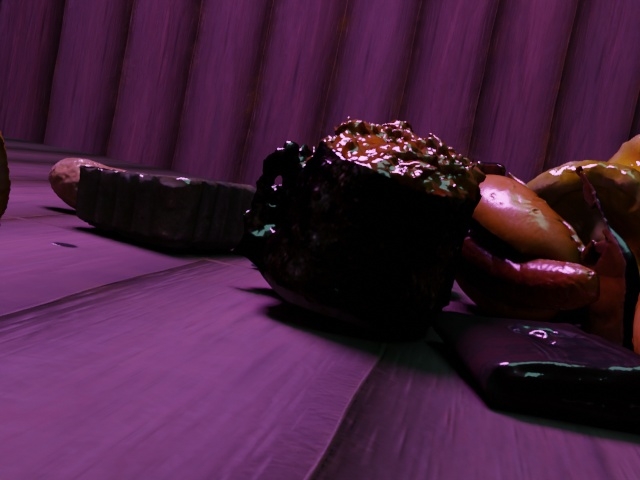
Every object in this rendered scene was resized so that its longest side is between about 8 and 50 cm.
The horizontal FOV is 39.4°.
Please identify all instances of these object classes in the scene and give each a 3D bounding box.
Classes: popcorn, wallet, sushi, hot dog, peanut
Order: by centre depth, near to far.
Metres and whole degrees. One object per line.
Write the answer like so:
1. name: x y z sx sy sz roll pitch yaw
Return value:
1. wallet: 0.195 0.098 0.732 0.181 0.049 0.229 8 4 -5
2. sushi: 0.044 -0.027 0.921 0.234 0.208 0.348 19 9 7
3. hot dog: 0.222 0.006 1.040 0.107 0.194 0.326 -5 13 -24
4. popcorn: 0.408 -0.013 1.134 0.325 0.290 0.321 31 5 5
5. peanut: -0.309 -0.067 1.295 0.174 0.080 0.080 16 5 -2

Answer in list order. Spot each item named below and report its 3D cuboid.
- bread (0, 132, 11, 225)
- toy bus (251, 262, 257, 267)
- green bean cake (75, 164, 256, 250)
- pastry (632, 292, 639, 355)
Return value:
1. bread: -0.378 -0.081 0.702 0.257 0.186 0.124 -1 15 -30
2. toy bus: 0.000 0.000 1.131 0.064 0.075 0.190 16 16 41
3. green bean cake: -0.201 -0.046 1.165 0.185 0.094 0.183 13 6 27
4. pastry: 0.439 0.083 0.801 0.310 0.162 0.255 7 9 -29
